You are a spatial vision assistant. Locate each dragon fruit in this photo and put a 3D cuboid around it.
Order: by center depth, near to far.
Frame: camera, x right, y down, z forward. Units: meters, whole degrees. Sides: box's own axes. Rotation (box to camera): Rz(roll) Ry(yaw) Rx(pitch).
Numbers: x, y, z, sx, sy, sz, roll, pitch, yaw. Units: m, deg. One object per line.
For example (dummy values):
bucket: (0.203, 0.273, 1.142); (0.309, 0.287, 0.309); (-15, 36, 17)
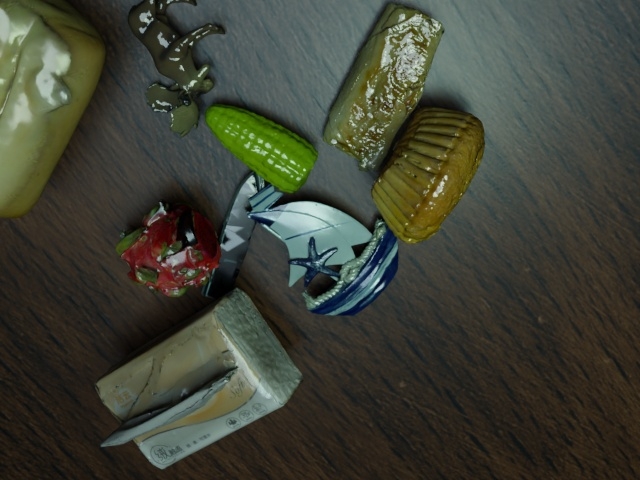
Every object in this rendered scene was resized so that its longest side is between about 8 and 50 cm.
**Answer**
dragon fruit: (-0.270, 0.013, 1.479); (0.172, 0.160, 0.167); (-19, 103, 17)

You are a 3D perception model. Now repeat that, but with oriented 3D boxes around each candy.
candy: (-0.104, -0.165, 1.448); (0.209, 0.097, 0.097); (32, 107, -8)

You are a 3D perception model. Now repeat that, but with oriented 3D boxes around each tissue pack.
tissue pack: (-0.229, 0.263, 1.497); (0.305, 0.238, 0.238); (-31, 107, 24)

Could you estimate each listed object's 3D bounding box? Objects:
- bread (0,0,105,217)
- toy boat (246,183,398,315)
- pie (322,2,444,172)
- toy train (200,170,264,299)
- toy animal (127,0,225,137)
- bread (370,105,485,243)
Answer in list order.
bread: (-0.538, -0.241, 1.338); (0.348, 0.253, 0.376); (29, 106, -4)
toy boat: (-0.005, 0.029, 1.524); (0.291, 0.070, 0.210); (15, 106, -10)
pie: (0.103, -0.253, 1.426); (0.128, 0.068, 0.282); (28, 109, 3)
toy train: (-0.151, -0.015, 1.529); (0.055, 0.048, 0.252); (17, 104, -17)
toy animal: (-0.241, -0.299, 1.410); (0.186, 0.094, 0.214); (-41, 97, 9)
bread: (0.176, -0.111, 1.397); (0.139, 0.240, 0.240); (30, 108, 1)
